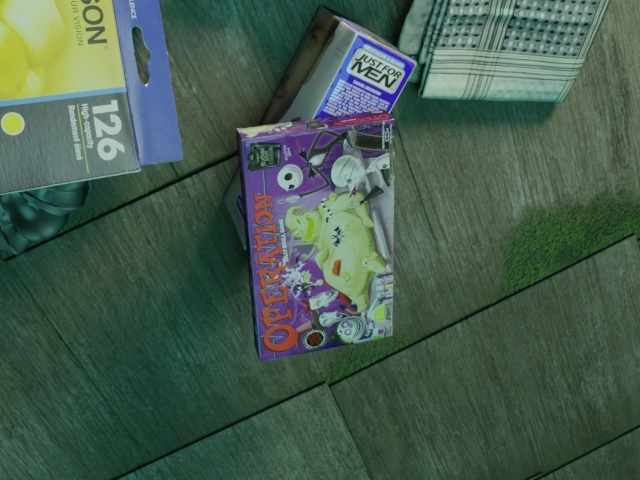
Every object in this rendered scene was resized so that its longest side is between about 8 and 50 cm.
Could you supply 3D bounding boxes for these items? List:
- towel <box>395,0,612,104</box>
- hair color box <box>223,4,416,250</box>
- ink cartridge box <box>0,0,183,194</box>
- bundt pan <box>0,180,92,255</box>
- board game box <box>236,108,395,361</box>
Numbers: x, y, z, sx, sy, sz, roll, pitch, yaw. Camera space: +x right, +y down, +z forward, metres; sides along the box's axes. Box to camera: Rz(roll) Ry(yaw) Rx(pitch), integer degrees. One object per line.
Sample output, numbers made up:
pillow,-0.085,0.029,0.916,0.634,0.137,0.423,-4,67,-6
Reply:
towel,0.284,-0.345,1.238,0.324,0.056,0.312,2,131,-17
hair color box,-0.013,-0.151,1.210,0.110,0.185,0.338,22,108,-26
ink cartridge box,-0.323,-0.223,1.047,0.307,0.072,0.303,-14,104,-30
bundt pan,-0.462,-0.112,1.129,0.331,0.124,0.330,-7,119,-13
board game box,0.000,0.000,1.159,0.208,0.056,0.346,-8,119,-9
